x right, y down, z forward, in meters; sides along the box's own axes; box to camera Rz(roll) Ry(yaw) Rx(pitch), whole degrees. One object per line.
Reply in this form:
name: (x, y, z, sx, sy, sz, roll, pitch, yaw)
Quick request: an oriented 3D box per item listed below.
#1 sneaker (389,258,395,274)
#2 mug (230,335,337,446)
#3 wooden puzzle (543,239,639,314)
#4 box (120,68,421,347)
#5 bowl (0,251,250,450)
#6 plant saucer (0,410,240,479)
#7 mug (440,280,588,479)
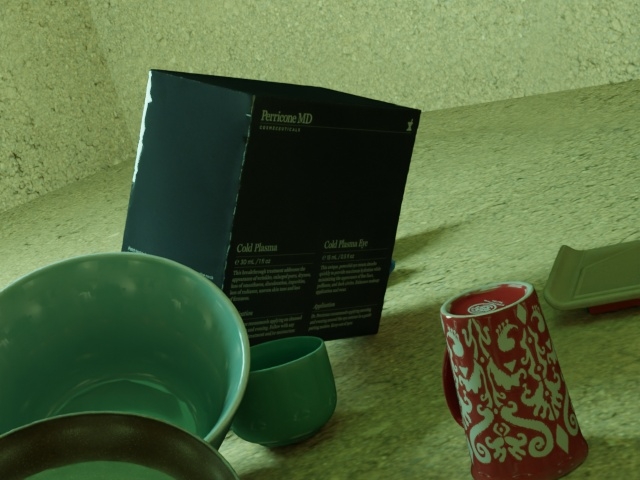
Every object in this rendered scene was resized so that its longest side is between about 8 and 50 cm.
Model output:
sneaker: (0.056, 0.052, 1.969, 0.059, 0.053, 0.144, 0, 21, 44)
mug: (-0.055, 0.174, 1.481, 0.129, 0.097, 0.158, -20, 11, -34)
wooden puzzle: (0.412, 0.039, 1.633, 0.239, 0.044, 0.221, -7, 15, 19)
box: (-0.062, -0.039, 1.646, 0.179, 0.312, 0.343, 19, 12, 36)
bowl: (-0.226, 0.178, 1.383, 0.312, 0.163, 0.311, -1, 48, 1)
plant saucer: (-0.211, 0.276, 1.128, 0.311, 0.050, 0.310, -1, 39, 1)
mug: (0.161, 0.134, 1.236, 0.150, 0.169, 0.113, -7, 16, 33)
